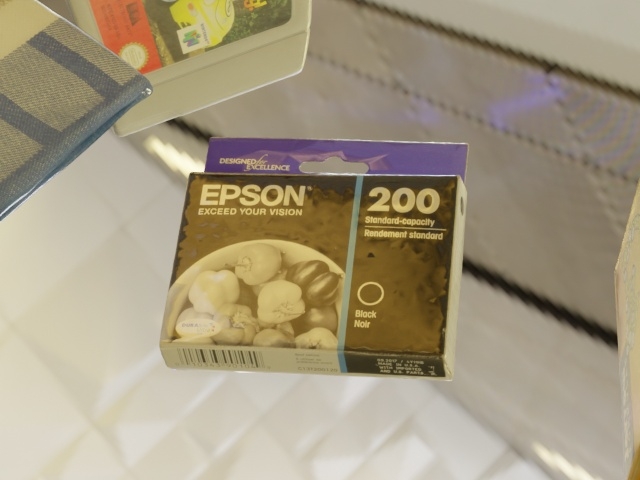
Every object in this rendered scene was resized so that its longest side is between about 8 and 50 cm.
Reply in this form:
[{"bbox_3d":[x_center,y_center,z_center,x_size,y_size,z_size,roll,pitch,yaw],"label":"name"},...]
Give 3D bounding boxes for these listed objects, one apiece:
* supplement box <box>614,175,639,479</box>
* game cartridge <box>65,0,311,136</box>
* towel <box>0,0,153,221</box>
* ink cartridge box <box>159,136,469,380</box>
[{"bbox_3d":[0.303,-0.003,1.140,0.194,0.195,0.356,5,-38,0],"label":"supplement box"},{"bbox_3d":[-0.108,-0.213,1.503,0.294,0.196,0.060,76,-12,-53],"label":"game cartridge"},{"bbox_3d":[-0.246,-0.101,0.898,0.285,0.209,0.034,33,-49,7],"label":"towel"},{"bbox_3d":[0.000,0.000,1.372,0.206,0.208,0.045,1,-33,9],"label":"ink cartridge box"}]
